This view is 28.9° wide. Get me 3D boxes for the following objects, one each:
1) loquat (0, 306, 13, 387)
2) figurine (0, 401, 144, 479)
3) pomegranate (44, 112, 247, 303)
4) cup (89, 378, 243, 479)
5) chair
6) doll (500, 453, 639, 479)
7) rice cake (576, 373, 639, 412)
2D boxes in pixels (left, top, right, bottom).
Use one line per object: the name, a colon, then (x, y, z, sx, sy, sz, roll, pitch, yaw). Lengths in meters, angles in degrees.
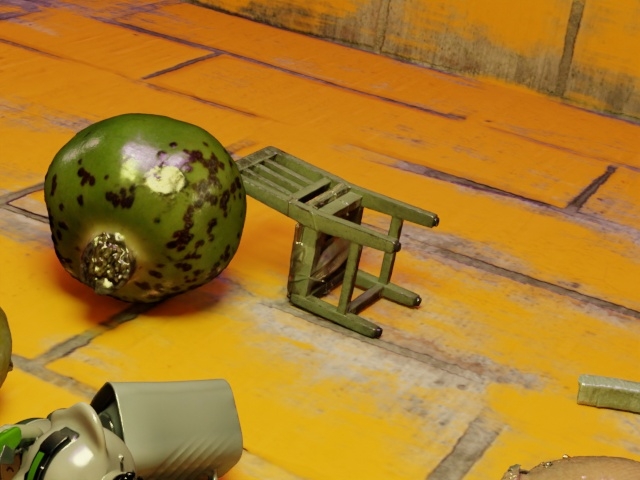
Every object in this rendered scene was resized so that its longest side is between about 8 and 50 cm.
loquat: (-0.400, 0.110, 1.227, 0.195, 0.152, 0.152, 8, 21, -24)
figurine: (-0.224, 0.206, 1.080, 0.192, 0.147, 0.126, 5, 32, 43)
pomegranate: (-0.217, -0.032, 1.511, 0.254, 0.254, 0.270, 11, 33, 4)
cup: (-0.147, 0.198, 1.177, 0.129, 0.095, 0.128, -1, 61, -29)
chair: (0.000, 0.000, 1.624, 0.270, 0.147, 0.136, 22, 28, 22)
doll: (0.249, 0.323, 1.021, 0.201, 0.156, 0.303, 5, 50, -30)
rice cake: (0.386, 0.188, 1.474, 0.170, 0.033, 0.029, 9, 26, -1)
